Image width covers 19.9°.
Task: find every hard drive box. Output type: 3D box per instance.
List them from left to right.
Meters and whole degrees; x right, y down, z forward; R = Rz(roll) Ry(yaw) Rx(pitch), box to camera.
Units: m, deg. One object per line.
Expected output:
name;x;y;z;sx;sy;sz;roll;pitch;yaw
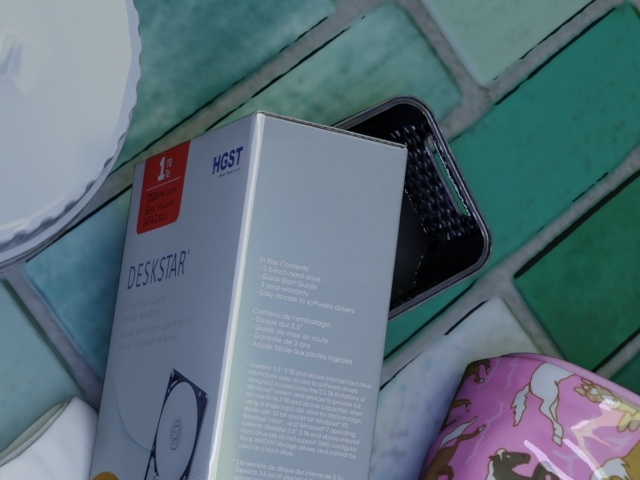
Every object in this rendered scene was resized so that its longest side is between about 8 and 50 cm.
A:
hard drive box;-0.044;0.066;0.957;0.089;0.181;0.232;12;77;-24

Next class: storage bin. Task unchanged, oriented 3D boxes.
storage bin;0.000;0.000;1.131;0.180;0.084;0.122;-28;94;-23

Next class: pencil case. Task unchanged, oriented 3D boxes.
pencil case;0.100;0.254;1.098;0.167;0.160;0.386;32;71;-23

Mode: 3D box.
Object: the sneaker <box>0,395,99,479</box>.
sneaker;-0.183;0.226;1.018;0.169;0.108;0.292;41;60;-11

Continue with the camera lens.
camera lens;-0.225;-0.075;0.941;0.219;0.274;0.219;3;81;-22
